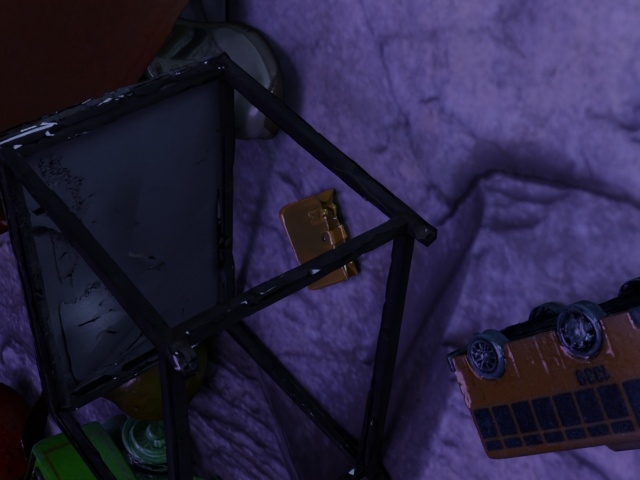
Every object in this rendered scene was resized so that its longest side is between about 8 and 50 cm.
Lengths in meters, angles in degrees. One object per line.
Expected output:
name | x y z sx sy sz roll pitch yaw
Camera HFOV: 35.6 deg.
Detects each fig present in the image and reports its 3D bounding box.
fig | -0.193 0.107 1.094 0.133 0.127 0.184 45 138 49

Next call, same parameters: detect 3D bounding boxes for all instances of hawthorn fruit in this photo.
hawthorn fruit | -0.505 0.308 1.502 0.173 0.174 0.179 -16 89 51

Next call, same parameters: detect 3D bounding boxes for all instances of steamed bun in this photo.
steamed bun | -0.287 -0.208 0.872 0.248 0.235 0.379 23 79 41

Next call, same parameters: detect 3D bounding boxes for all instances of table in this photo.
table | -0.092 0.077 0.832 0.272 0.222 0.335 42 145 33

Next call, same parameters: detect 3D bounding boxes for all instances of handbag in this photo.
handbag | 0.000 0.000 0.905 0.061 0.027 0.083 -22 88 49

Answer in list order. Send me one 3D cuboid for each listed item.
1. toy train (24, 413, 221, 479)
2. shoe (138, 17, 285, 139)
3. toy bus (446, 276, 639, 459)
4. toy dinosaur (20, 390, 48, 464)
toy train | -0.220 0.313 1.142 0.243 0.188 0.132 49 135 26
shoe | -0.139 -0.157 0.963 0.275 0.098 0.103 20 121 43
toy bus | 0.184 0.089 0.667 0.182 0.091 0.103 -25 83 51
toy dinosaur | -0.301 0.344 1.337 0.327 0.113 0.206 39 156 49
